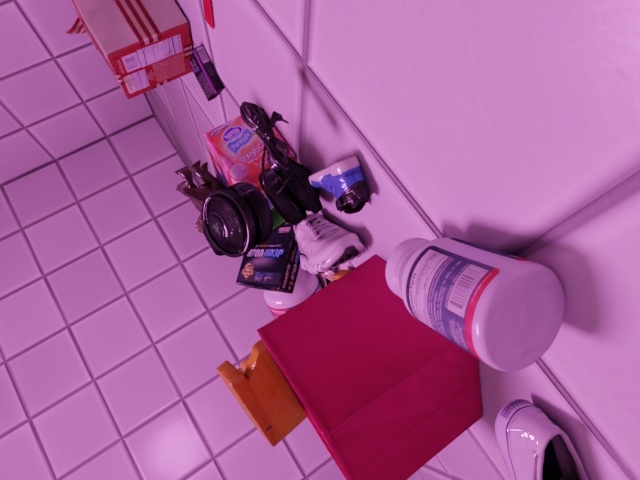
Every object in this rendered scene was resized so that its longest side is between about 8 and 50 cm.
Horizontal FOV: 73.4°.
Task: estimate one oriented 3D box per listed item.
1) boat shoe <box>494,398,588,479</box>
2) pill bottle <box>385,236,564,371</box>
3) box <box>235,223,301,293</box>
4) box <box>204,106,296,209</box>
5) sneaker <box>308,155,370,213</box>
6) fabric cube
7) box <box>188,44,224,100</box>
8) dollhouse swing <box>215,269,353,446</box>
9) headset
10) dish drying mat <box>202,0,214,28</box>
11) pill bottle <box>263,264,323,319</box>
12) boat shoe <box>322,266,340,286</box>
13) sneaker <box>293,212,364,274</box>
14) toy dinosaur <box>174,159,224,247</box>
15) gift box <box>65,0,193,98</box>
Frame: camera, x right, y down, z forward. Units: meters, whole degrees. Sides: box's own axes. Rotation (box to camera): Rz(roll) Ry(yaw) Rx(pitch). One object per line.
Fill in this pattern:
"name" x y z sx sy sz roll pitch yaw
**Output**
"boat shoe" 0.303 0.332 0.555 0.258 0.095 0.084 62 169 -14
"pill bottle" 0.154 0.054 0.472 0.180 0.108 0.108 29 147 63
"box" -0.134 0.047 1.164 0.051 0.175 0.220 24 165 -37
"box" -0.159 -0.148 1.027 0.154 0.142 0.300 55 164 15
"sneaker" 0.031 -0.080 0.703 0.152 0.058 0.085 -7 105 67
"fabric cube" 0.088 0.233 0.742 0.254 0.258 0.259 40 156 50
"box" -0.310 -0.447 1.160 0.116 0.029 0.162 65 163 -18
"dollhouse swing" -0.080 0.217 0.999 0.305 0.346 0.315 28 147 47
"headset" -0.118 -0.094 0.821 0.185 0.243 0.394 57 160 4
"dish drying mat" -0.231 -0.476 0.885 0.032 0.008 0.083 56 164 7
"pill bottle" -0.069 0.189 1.326 0.176 0.176 0.319 35 152 57
"boat shoe" 0.024 0.085 1.082 0.049 0.043 0.137 45 159 48
"sneaker" 0.000 0.000 0.893 0.118 0.110 0.292 69 164 -5
"toy dinosaur" -0.258 -0.099 1.002 0.160 0.121 0.313 49 161 -5
"gift box" -0.516 -0.570 1.134 0.258 0.276 0.255 59 160 4
